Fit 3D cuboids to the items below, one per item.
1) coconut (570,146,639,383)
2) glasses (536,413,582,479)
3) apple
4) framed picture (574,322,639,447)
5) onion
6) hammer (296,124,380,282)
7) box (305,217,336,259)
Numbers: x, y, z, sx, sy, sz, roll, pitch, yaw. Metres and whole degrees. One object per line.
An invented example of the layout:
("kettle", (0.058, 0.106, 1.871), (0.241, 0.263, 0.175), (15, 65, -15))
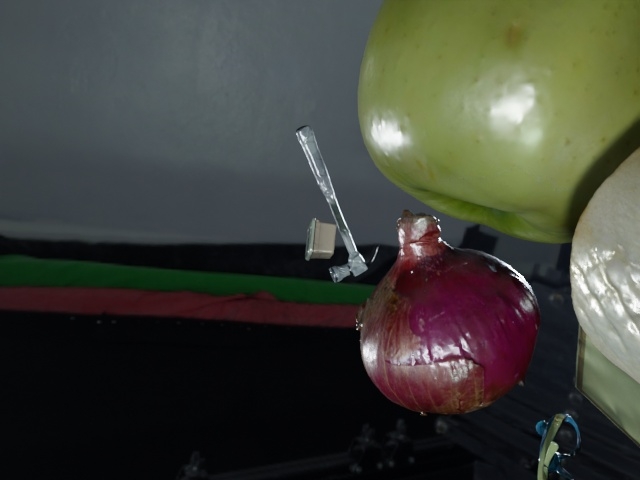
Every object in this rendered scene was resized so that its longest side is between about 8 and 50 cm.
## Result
("coconut", (0.390, 0.019, 0.593), (0.329, 0.329, 0.329), (6, -164, -2))
("glasses", (0.554, 0.534, 1.516), (0.102, 0.239, 0.207), (4, 178, 15))
("apple", (0.277, -0.223, 0.891), (0.474, 0.473, 0.473), (6, -164, -2))
("framed picture", (0.384, 0.187, 0.812), (0.010, 0.231, 0.173), (-33, -130, -10))
("onion", (0.219, 0.113, 1.190), (0.348, 0.385, 0.348), (-17, -161, 6))
("hammer", (0.024, -0.101, 1.746), (0.152, 0.427, 0.044), (-25, -170, -4))
("box", (0.000, 0.000, 1.546), (0.062, 0.089, 0.122), (5, 170, -4))
